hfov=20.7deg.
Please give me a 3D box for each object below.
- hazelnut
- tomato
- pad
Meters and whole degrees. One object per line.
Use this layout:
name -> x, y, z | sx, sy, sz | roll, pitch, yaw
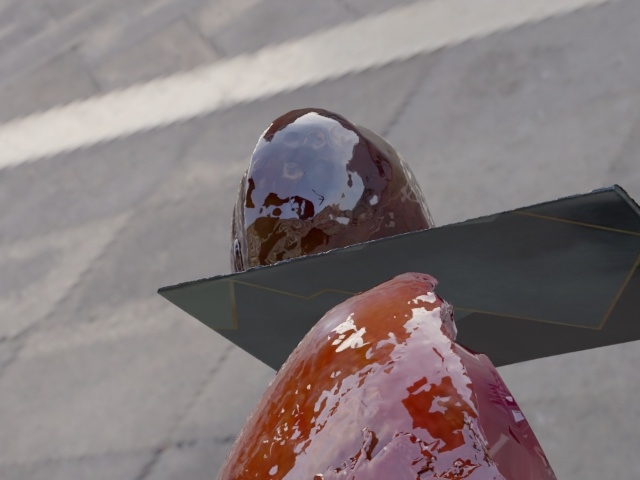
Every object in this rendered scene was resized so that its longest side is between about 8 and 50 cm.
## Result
hazelnut -> 0.000, -0.007, 1.280 | 0.160, 0.202, 0.170 | -27, 54, 17
tomato -> 0.025, 0.108, 0.433 | 0.099, 0.189, 0.173 | -22, -14, 3
pad -> 0.063, 0.032, 0.859 | 0.243, 0.163, 0.004 | -13, 60, 29
